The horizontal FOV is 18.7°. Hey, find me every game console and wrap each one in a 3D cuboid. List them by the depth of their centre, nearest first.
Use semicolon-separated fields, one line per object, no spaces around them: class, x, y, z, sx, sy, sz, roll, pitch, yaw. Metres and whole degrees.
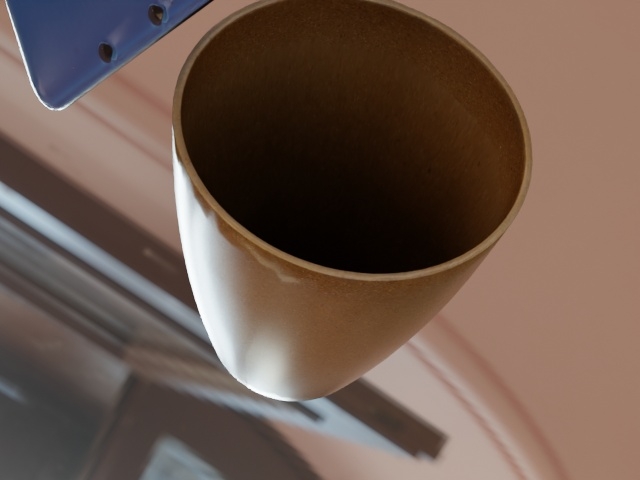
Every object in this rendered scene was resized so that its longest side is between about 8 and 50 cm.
game console;-0.094;-0.255;1.192;0.293;0.173;0.250;-24;-158;54

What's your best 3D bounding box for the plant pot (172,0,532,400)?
plant pot;0.000;0.000;1.348;0.254;0.237;0.237;107;-5;-52
